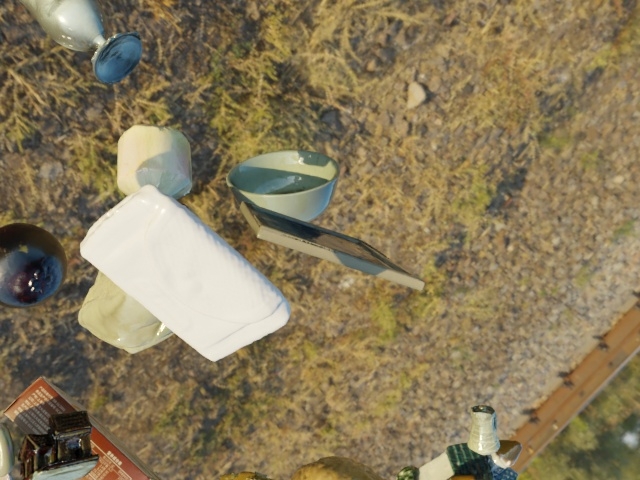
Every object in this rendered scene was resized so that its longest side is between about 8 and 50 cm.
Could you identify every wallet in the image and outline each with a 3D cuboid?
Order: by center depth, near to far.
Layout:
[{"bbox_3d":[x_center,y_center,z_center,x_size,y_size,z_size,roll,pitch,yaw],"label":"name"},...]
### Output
[{"bbox_3d":[-0.123,0.037,0.579,0.124,0.032,0.183,-30,118,30],"label":"wallet"}]

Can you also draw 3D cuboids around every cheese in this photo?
[{"bbox_3d":[-0.713,0.507,1.415,0.097,0.192,0.037,-24,176,19],"label":"cheese"}]

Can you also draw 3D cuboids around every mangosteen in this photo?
[{"bbox_3d":[-0.795,0.058,1.654,0.228,0.266,0.228,-31,133,-40],"label":"mangosteen"}]

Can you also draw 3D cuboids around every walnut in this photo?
[{"bbox_3d":[0.034,0.478,1.047,0.257,0.224,0.257,-7,136,-7],"label":"walnut"}]

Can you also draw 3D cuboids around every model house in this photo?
[{"bbox_3d":[-0.561,0.436,1.348,0.166,0.152,0.106,-5,142,-20],"label":"model house"},{"bbox_3d":[0.371,0.594,1.498,0.271,0.190,0.301,31,116,-24],"label":"model house"}]

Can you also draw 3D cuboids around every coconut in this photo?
[{"bbox_3d":[-0.325,-0.139,1.243,0.147,0.152,0.147,-5,165,-1],"label":"coconut"}]

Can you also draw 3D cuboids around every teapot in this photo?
[{"bbox_3d":[0.296,0.335,1.142,0.067,0.057,0.083,-19,110,-37],"label":"teapot"}]

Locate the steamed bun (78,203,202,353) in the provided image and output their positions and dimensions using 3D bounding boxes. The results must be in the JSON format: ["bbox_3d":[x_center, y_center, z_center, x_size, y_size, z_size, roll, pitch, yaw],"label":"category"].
[{"bbox_3d":[-0.351,0.100,1.418,0.237,0.394,0.346,41,86,-26],"label":"steamed bun"}]

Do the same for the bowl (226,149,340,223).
[{"bbox_3d":[-0.089,-0.115,1.634,0.289,0.289,0.146,-25,126,-31],"label":"bowl"}]

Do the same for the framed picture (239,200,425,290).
[{"bbox_3d":[0.000,0.000,1.009,0.248,0.335,0.022,18,95,-13],"label":"framed picture"}]

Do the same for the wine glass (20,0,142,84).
[{"bbox_3d":[-0.395,-0.356,1.023,0.103,0.222,0.103,-46,167,-14],"label":"wine glass"}]

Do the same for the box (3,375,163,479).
[{"bbox_3d":[-0.594,0.555,1.653,0.122,0.385,0.344,-48,168,-22],"label":"box"}]

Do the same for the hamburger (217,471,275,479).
[{"bbox_3d":[-0.137,0.605,1.265,0.192,0.288,0.168,-24,128,34],"label":"hamburger"}]
